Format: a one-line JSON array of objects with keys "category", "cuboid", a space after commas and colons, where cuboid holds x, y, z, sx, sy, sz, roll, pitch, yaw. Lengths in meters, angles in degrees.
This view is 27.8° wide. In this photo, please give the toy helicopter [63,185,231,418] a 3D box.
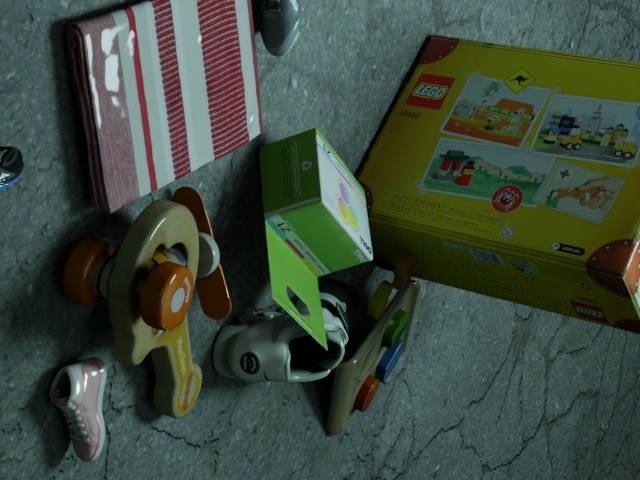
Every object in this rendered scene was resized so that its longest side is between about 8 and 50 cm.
[{"category": "toy helicopter", "cuboid": [-0.197, 0.091, 1.700, 0.355, 0.140, 0.235, 87, 26, -43]}]

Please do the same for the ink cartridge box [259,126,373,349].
[{"category": "ink cartridge box", "cuboid": [0.000, 0.000, 1.847, 0.189, 0.097, 0.255, 49, 28, -52]}]

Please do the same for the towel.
[{"category": "towel", "cuboid": [-0.189, -0.198, 1.652, 0.329, 0.037, 0.237, -32, 126, -49]}]

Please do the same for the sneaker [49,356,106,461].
[{"category": "sneaker", "cuboid": [-0.308, 0.215, 1.616, 0.070, 0.051, 0.134, -6, 104, -54]}]

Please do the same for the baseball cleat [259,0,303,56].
[{"category": "baseball cleat", "cuboid": [-0.071, -0.357, 1.750, 0.109, 0.072, 0.206, 7, 86, -50]}]

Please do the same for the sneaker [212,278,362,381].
[{"category": "sneaker", "cuboid": [-0.005, 0.152, 1.963, 0.330, 0.146, 0.122, -25, 121, -52]}]

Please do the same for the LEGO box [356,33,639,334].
[{"category": "LEGO box", "cuboid": [0.340, -0.102, 2.057, 0.372, 0.500, 0.193, -62, 144, -20]}]

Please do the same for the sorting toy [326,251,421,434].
[{"category": "sorting toy", "cuboid": [0.099, 0.170, 2.130, 0.229, 0.041, 0.307, -47, 158, -35]}]

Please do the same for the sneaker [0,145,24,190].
[{"category": "sneaker", "cuboid": [-0.384, -0.096, 1.364, 0.188, 0.067, 0.078, 6, 103, -54]}]
